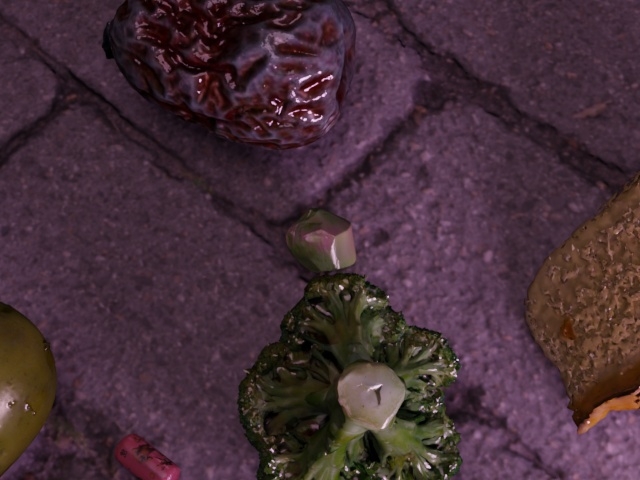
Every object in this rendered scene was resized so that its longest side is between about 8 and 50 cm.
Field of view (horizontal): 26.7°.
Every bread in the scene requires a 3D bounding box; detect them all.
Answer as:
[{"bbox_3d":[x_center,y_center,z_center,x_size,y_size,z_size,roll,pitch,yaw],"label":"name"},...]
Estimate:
[{"bbox_3d":[0.435,0.053,1.570,0.315,0.279,0.248,-46,58,32],"label":"bread"}]

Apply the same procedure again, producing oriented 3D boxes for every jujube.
[{"bbox_3d":[-0.108,-0.239,1.695,0.317,0.226,0.226,17,67,17],"label":"jujube"}]

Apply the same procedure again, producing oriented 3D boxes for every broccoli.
[{"bbox_3d":[0.036,0.162,1.450,0.254,0.269,0.269,-17,63,-10],"label":"broccoli"}]

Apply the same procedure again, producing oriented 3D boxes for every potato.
[{"bbox_3d":[-0.437,0.199,1.523,0.216,0.216,0.304,35,84,21],"label":"potato"}]

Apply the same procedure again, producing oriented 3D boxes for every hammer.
[{"bbox_3d":[-0.199,0.256,1.556,0.083,0.043,0.043,33,72,22],"label":"hammer"}]

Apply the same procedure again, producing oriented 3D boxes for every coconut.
[{"bbox_3d":[0.000,0.000,1.638,0.082,0.081,0.083,-14,19,1],"label":"coconut"}]
